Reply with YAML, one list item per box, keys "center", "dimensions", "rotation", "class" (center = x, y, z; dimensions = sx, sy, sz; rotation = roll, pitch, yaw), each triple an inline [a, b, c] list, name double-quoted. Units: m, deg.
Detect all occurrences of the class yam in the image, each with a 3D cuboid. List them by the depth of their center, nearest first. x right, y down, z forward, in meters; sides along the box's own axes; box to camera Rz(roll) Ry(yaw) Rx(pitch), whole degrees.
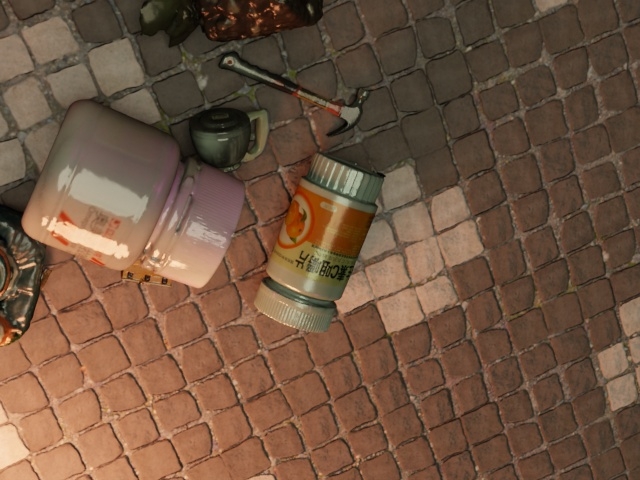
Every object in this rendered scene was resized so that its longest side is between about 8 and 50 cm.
- center: [-0.537, 0.105, 1.595]
  dimensions: [0.027, 0.033, 0.129]
  rotation: [32, 92, 18]
  class: "yam"

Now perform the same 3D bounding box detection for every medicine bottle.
- center: [-0.317, -0.069, 1.478]
  dimensions: [0.325, 0.256, 0.256]
  rotation: [24, 98, -19]
  class: "medicine bottle"
- center: [0.000, 0.000, 1.626]
  dimensions: [0.158, 0.158, 0.318]
  rotation: [18, 99, -18]
  class: "medicine bottle"

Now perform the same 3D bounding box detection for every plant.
- center: [-0.164, -0.443, 1.450]
  dimensions: [0.312, 0.213, 0.215]
  rotation: [-3, 109, 25]
  class: "plant"

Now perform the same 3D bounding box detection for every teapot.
- center: [-0.172, -0.186, 1.579]
  dimensions: [0.111, 0.149, 0.108]
  rotation: [15, 126, 21]
  class: "teapot"

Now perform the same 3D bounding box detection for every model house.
- center: [-0.596, 0.078, 1.423]
  dimensions: [0.185, 0.291, 0.253]
  rotation: [19, 99, 0]
  class: "model house"

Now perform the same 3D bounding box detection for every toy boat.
- center: [-0.307, 0.047, 1.619]
  dimensions: [0.201, 0.057, 0.077]
  rotation: [9, 107, -17]
  class: "toy boat"

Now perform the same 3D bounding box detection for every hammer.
- center: [-0.051, -0.283, 1.604]
  dimensions: [0.288, 0.033, 0.111]
  rotation: [22, 98, -18]
  class: "hammer"
